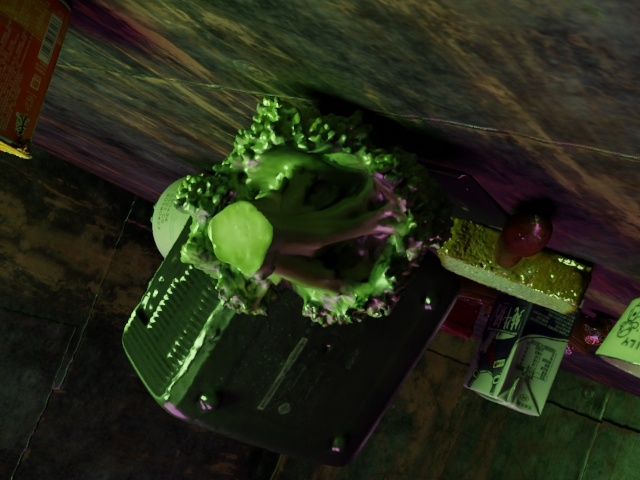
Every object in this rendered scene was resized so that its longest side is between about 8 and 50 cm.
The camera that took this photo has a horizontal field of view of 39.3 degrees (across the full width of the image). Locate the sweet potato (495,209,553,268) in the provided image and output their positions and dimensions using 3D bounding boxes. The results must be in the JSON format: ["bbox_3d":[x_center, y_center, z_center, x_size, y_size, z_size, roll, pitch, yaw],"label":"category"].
[{"bbox_3d":[0.246,-0.004,1.097,0.057,0.057,0.264,21,175,7],"label":"sweet potato"}]

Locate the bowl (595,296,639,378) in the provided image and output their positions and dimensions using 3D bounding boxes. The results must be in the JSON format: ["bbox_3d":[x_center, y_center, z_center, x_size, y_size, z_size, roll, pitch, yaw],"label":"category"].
[{"bbox_3d":[0.480,0.132,1.121,0.237,0.126,0.238,22,174,3],"label":"bowl"}]

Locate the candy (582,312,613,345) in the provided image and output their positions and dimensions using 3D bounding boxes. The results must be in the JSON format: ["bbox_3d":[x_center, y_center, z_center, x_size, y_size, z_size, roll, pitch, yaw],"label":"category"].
[{"bbox_3d":[0.533,0.171,1.700,0.060,0.060,0.201,20,-177,23],"label":"candy"}]

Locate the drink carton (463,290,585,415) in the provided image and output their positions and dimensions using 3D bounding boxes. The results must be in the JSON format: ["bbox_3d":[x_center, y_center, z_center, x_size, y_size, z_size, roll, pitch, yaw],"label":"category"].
[{"bbox_3d":[0.353,0.182,1.564,0.101,0.222,0.134,24,174,-17],"label":"drink carton"}]

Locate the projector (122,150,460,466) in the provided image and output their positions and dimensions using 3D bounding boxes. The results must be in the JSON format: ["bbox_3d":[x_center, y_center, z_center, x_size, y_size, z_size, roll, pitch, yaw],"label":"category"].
[{"bbox_3d":[-0.040,0.115,1.417,0.405,0.395,0.242,27,-171,-37],"label":"projector"}]

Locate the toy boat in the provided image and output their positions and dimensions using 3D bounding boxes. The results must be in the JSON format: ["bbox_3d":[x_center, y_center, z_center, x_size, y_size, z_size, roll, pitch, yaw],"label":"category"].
[{"bbox_3d":[0.380,0.152,1.723,0.321,0.121,0.089,24,180,-18],"label":"toy boat"}]

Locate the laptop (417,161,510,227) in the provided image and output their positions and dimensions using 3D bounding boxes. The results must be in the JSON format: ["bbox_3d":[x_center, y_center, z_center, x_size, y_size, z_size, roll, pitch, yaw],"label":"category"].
[{"bbox_3d":[0.158,-0.058,1.124,0.135,0.016,0.197,17,172,34],"label":"laptop"}]

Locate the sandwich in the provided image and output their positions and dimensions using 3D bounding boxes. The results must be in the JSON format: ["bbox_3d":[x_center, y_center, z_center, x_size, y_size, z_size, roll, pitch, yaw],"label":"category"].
[{"bbox_3d":[0.281,0.039,1.312,0.214,0.065,0.186,21,174,11],"label":"sandwich"}]

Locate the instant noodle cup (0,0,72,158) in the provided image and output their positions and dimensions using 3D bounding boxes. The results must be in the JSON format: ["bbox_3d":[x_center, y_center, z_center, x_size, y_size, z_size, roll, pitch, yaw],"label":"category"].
[{"bbox_3d":[-0.374,-0.207,0.958,0.213,0.174,0.213,23,174,2],"label":"instant noodle cup"}]

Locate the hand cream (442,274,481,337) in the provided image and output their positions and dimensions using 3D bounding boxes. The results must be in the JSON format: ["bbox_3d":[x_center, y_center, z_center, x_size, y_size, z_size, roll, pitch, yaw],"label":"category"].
[{"bbox_3d":[0.245,0.118,1.878,0.193,0.125,0.193,23,173,3],"label":"hand cream"}]

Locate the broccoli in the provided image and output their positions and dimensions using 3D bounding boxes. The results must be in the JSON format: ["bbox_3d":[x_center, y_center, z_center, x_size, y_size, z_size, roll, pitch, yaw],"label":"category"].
[{"bbox_3d":[-0.018,-0.028,0.974,0.260,0.288,0.235,30,-151,-45],"label":"broccoli"}]

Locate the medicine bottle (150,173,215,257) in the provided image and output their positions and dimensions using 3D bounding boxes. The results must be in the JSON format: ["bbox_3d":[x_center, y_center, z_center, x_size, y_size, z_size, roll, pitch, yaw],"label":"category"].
[{"bbox_3d":[-0.173,-0.018,1.746,0.213,0.214,0.378,25,174,-30],"label":"medicine bottle"}]
